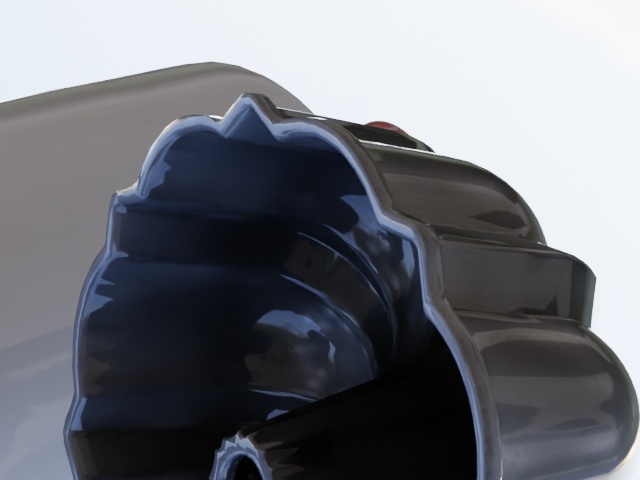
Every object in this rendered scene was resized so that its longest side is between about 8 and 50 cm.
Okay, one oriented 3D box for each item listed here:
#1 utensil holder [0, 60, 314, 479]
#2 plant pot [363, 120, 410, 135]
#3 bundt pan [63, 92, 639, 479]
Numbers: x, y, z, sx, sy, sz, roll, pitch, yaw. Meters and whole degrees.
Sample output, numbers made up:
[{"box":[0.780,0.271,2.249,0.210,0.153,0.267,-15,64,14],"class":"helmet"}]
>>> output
[{"box":[-0.186,0.075,1.125,0.385,0.327,0.327,-18,-134,-40],"class":"utensil holder"},{"box":[0.000,0.000,1.424,0.174,0.191,0.191,-13,-173,24],"class":"plant pot"},{"box":[0.017,0.103,0.781,0.124,0.331,0.331,-2,-146,-35],"class":"bundt pan"}]
